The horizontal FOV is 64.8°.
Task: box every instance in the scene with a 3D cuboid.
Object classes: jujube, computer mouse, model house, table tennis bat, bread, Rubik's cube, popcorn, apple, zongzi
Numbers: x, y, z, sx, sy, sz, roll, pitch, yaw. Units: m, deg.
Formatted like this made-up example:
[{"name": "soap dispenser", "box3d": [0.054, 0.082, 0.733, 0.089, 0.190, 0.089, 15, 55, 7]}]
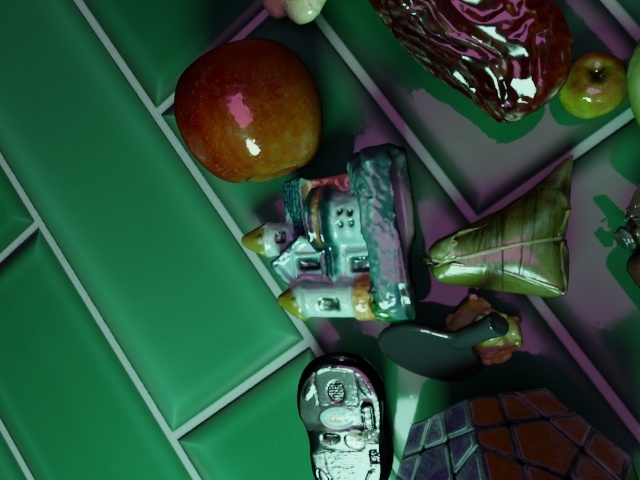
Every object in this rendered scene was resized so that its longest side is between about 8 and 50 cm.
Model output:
[{"name": "jujube", "box3d": [0.202, -0.320, 0.688, 0.216, 0.216, 0.342, -35, 88, 14]}, {"name": "computer mouse", "box3d": [0.042, 0.284, 0.794, 0.138, 0.096, 0.233, -2, 94, 21]}, {"name": "model house", "box3d": [0.000, 0.000, 0.765, 0.292, 0.184, 0.252, -6, 93, 21]}, {"name": "table tennis bat", "box3d": [0.173, 0.150, 0.709, 0.150, 0.236, 0.027, 30, 56, -8]}, {"name": "bread", "box3d": [-0.036, -0.446, 0.786, 0.182, 0.039, 0.250, -27, 63, 35]}, {"name": "Rubik's cube", "box3d": [0.248, 0.347, 0.647, 0.319, 0.319, 0.264, -22, 58, 15]}, {"name": "popcorn", "box3d": [0.240, 0.133, 0.743, 0.109, 0.089, 0.096, -17, 125, 28]}, {"name": "apple", "box3d": [0.377, -0.215, 0.700, 0.090, 0.074, 0.089, 0, 88, 16]}, {"name": "apple", "box3d": [-0.104, -0.193, 0.766, 0.218, 0.218, 0.201, -15, 94, 16]}, {"name": "zongzi", "box3d": [0.253, -0.030, 0.730, 0.205, 0.094, 0.204, 6, 89, 16]}]

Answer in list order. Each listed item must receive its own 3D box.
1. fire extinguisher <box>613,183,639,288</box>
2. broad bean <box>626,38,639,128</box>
[{"name": "fire extinguisher", "box3d": [0.490, 0.071, 0.635, 0.107, 0.147, 0.337, -34, 83, 1]}, {"name": "broad bean", "box3d": [0.525, -0.174, 0.627, 0.291, 0.119, 0.238, 44, 87, 5]}]
